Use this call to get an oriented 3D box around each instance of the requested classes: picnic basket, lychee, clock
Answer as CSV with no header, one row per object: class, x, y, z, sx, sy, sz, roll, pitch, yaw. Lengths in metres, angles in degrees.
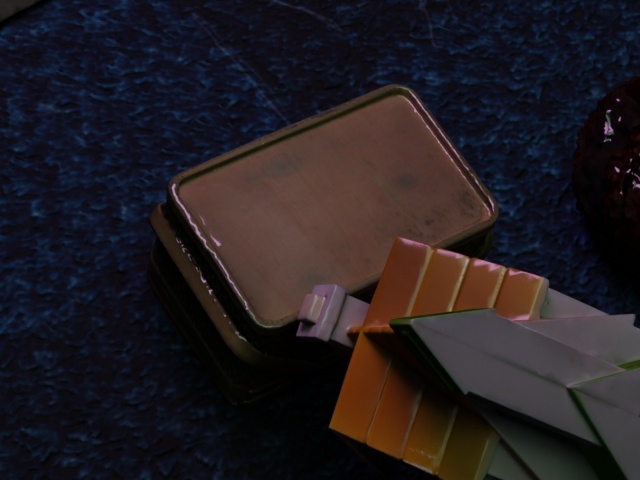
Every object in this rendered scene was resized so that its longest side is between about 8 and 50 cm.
picnic basket,0.000,0.000,1.609,0.266,0.139,0.165,-26,68,-25
lychee,0.311,-0.056,1.700,0.188,0.188,0.188,6,58,-9
clock,0.138,0.117,1.460,0.309,0.235,0.166,24,79,-19

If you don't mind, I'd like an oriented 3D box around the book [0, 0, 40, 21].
book,-0.275,-0.320,1.681,0.389,0.269,0.032,-34,45,-27
